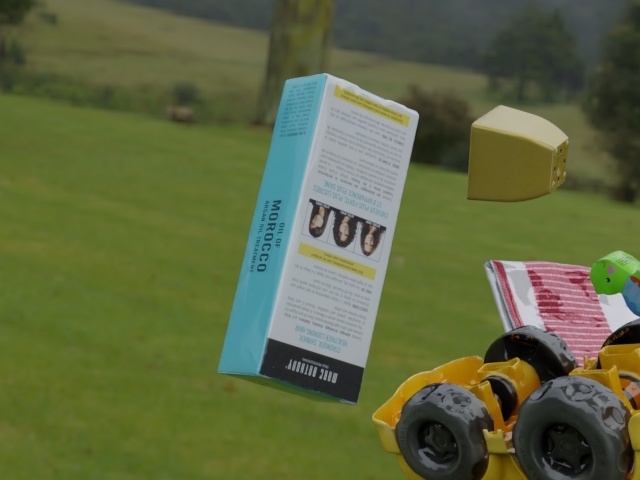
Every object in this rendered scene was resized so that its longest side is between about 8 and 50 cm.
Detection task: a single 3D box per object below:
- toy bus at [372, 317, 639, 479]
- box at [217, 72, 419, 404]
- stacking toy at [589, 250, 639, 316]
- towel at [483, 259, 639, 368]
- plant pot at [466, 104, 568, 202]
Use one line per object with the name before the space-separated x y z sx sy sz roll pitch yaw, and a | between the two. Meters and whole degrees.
toy bus | 0.168 0.169 1.106 0.220 0.211 0.149 -5 15 38
box | 0.000 0.000 1.349 0.101 0.244 0.060 20 -13 -34
stacking toy | 0.259 0.069 0.961 0.221 0.052 0.167 49 40 11
towel | 0.337 0.118 1.676 0.329 0.037 0.237 7 44 -23
plant pot | 0.201 -0.082 1.705 0.083 0.081 0.081 12 23 25
